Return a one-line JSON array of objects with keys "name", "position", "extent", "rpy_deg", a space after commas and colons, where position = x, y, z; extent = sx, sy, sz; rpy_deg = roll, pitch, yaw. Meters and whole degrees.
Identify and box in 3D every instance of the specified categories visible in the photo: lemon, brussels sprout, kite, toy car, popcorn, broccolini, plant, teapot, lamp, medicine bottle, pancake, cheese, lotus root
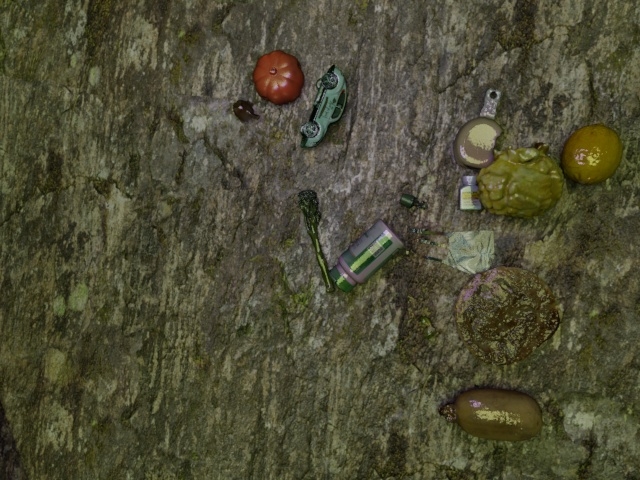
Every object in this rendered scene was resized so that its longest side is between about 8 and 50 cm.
[{"name": "lemon", "position": [0.870, -0.276, 1.533], "extent": [0.180, 0.180, 0.193], "rpy_deg": [-8, 92, 11]}, {"name": "brussels sprout", "position": [0.385, 0.311, 1.712], "extent": [0.051, 0.046, 0.083], "rpy_deg": [-19, 88, 4]}, {"name": "kite", "position": [0.462, 0.038, 1.701], "extent": [0.309, 0.015, 0.169], "rpy_deg": [5, 94, 9]}, {"name": "toy car", "position": [0.018, -0.466, 1.702], "extent": [0.125, 0.136, 0.306], "rpy_deg": [18, 97, -12]}, {"name": "popcorn", "position": [0.643, -0.185, 1.533], "extent": [0.270, 0.224, 0.258], "rpy_deg": [-42, 116, 8]}, {"name": "broccolini", "position": [-0.005, 0.002, 1.752], "extent": [0.078, 0.074, 0.392], "rpy_deg": [-18, 88, 18]}, {"name": "plant", "position": [0.335, -0.133, 1.698], "extent": [0.102, 0.051, 0.051], "rpy_deg": [21, 96, 3]}, {"name": "teapot", "position": [-0.269, -0.486, 1.771], "extent": [0.110, 0.080, 0.085], "rpy_deg": [26, 80, 34]}, {"name": "lamp", "position": [-0.152, -0.586, 1.707], "extent": [0.187, 0.164, 0.188], "rpy_deg": [0, 90, 10]}, {"name": "medicine bottle", "position": [0.522, -0.165, 1.659], "extent": [0.074, 0.055, 0.118], "rpy_deg": [1, 93, 12]}, {"name": "pancake", "position": [0.641, 0.256, 1.655], "extent": [0.356, 0.065, 0.356], "rpy_deg": [1, 94, 9]}, {"name": "cheese", "position": [0.558, -0.378, 1.630], "extent": [0.163, 0.082, 0.286], "rpy_deg": [19, 95, 8]}, {"name": "lotus root", "position": [0.582, 0.596, 1.635], "extent": [0.342, 0.151, 0.169], "rpy_deg": [1, 92, 7]}, {"name": "medicine bottle", "position": [0.158, 0.062, 1.698], "extent": [0.274, 0.133, 0.133], "rpy_deg": [-44, 85, 9]}]
